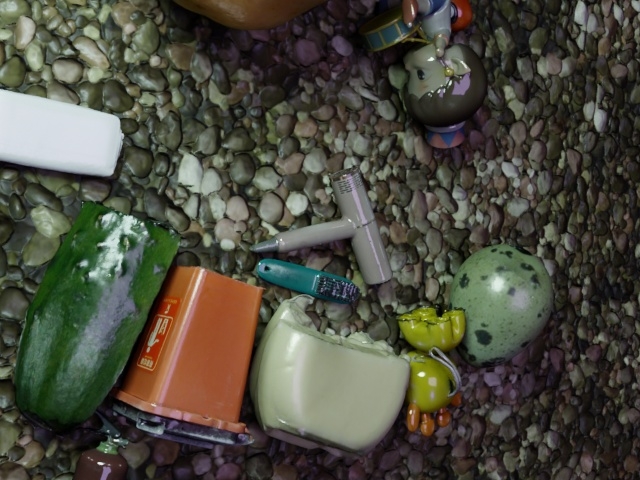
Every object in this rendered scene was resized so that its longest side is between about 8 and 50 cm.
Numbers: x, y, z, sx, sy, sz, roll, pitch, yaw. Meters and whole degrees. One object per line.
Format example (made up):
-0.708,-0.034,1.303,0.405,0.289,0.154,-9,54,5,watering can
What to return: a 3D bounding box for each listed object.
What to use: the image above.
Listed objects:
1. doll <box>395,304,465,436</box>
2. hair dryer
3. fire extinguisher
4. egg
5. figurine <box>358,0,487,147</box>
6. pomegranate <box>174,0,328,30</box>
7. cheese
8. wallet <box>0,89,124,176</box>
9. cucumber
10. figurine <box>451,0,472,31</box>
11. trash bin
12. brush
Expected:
0.193,0.223,1.399,0.143,0.135,0.220,-15,105,-45,doll
0.002,0.012,1.316,0.220,0.054,0.195,-28,106,-27,hair dryer
-0.327,0.349,1.133,0.099,0.071,0.231,16,84,-3,fire extinguisher
0.310,0.118,1.443,0.177,0.177,0.228,14,100,-31,egg
0.183,-0.281,1.359,0.158,0.161,0.275,-32,109,-1,figurine
-0.074,-0.490,1.062,0.412,0.411,0.411,-2,94,-31,pomegranate
0.015,0.218,1.297,0.266,0.127,0.233,24,77,-33,cheese
-0.357,-0.141,1.099,0.190,0.033,0.095,7,91,-31,wallet
-0.312,0.108,1.106,0.145,0.105,0.325,29,81,-30,cucumber
0.215,-0.420,1.414,0.075,0.068,0.140,-51,122,-22,figurine
-0.167,0.164,1.165,0.184,0.161,0.238,24,77,-31,trash bin
-0.014,0.066,1.322,0.193,0.032,0.043,18,84,-33,brush
